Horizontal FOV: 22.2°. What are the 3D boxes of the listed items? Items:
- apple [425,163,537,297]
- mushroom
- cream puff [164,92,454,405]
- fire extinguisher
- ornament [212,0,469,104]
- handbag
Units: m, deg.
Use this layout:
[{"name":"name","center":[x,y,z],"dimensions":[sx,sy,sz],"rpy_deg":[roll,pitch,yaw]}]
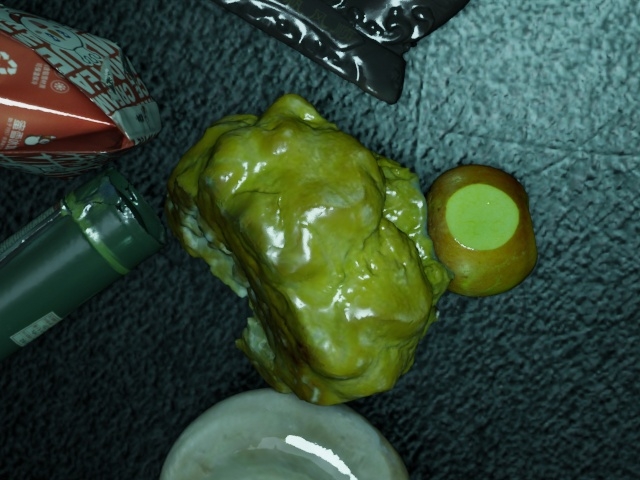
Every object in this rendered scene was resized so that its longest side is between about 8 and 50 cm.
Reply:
[{"name":"apple","center":[0.138,-0.008,1.407],"dimensions":[0.102,0.099,0.114],"rpy_deg":[1,72,-2]},{"name":"mushroom","center":[-0.035,0.254,1.394],"dimensions":[0.243,0.243,0.244],"rpy_deg":[1,97,7]},{"name":"cream puff","center":[-0.001,0.000,1.361],"dimensions":[0.185,0.282,0.282],"rpy_deg":[-34,92,-19]},{"name":"fire extinguisher","center":[-0.281,0.049,1.456],"dimensions":[0.294,0.118,0.093],"rpy_deg":[-35,78,6]},{"name":"ornament","center":[0.038,-0.275,1.391],"dimensions":[0.251,0.106,0.260],"rpy_deg":[29,94,0]},{"name":"handbag","center":[-0.286,-0.128,1.404],"dimensions":[0.298,0.171,0.151],"rpy_deg":[20,98,5]}]
